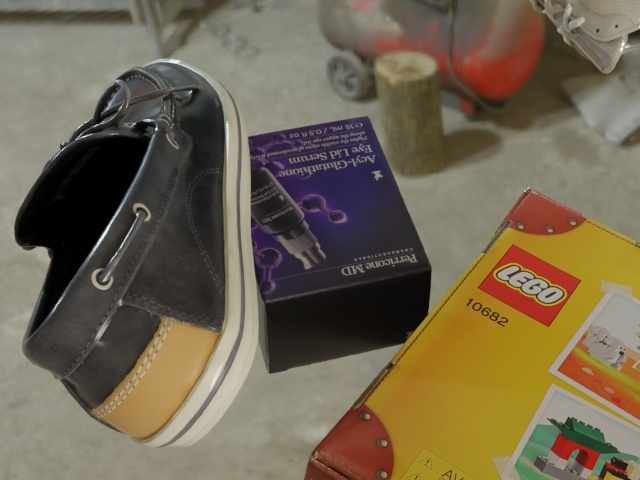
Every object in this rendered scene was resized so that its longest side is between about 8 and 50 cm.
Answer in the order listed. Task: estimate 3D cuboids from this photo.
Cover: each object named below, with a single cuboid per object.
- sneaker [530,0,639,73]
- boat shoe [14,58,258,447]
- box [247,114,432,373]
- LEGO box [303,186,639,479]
[{"bbox_3d":[0.192,-0.193,0.821,0.262,0.121,0.099,12,-1,4],"label":"sneaker"},{"bbox_3d":[-0.164,-0.036,0.926,0.156,0.187,0.500,28,25,-25],"label":"boat shoe"},{"bbox_3d":[0.000,0.000,1.010,0.153,0.108,0.207,-12,49,-10],"label":"box"},{"bbox_3d":[0.281,0.225,0.866,0.500,0.193,0.372,30,48,19],"label":"LEGO box"}]
